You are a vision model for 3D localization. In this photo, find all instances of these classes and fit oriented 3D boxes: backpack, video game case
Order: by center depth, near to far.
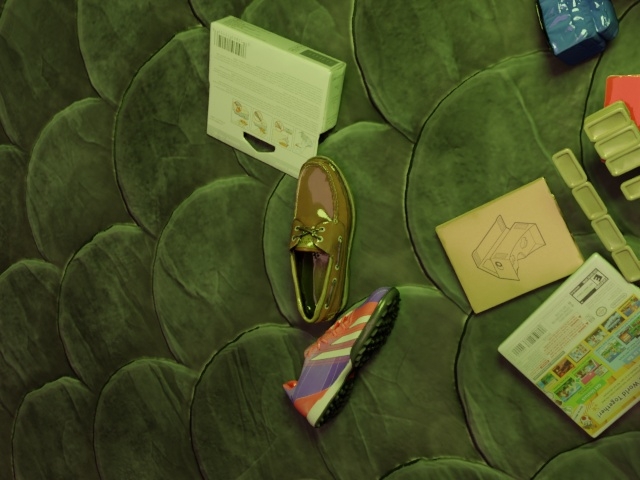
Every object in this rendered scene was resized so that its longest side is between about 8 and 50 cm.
[{"bbox_3d":[0.383,-0.341,1.012,0.101,0.098,0.120,-23,76,29],"label":"backpack"},{"bbox_3d":[0.435,0.168,1.068,0.206,0.026,0.227,43,112,10],"label":"video game case"}]

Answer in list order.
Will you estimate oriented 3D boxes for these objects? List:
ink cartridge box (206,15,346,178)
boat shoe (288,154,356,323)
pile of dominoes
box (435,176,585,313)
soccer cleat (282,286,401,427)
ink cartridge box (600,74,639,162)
[{"bbox_3d":[-0.094,-0.267,1.287,0.275,0.060,0.239,28,132,21],"label":"ink cartridge box"},{"bbox_3d":[0.000,0.000,1.230,0.110,0.104,0.308,-2,98,27],"label":"boat shoe"},{"bbox_3d":[0.473,-0.082,0.960,0.196,0.040,0.251,-29,103,33],"label":"pile of dominoes"},{"bbox_3d":[0.315,0.011,1.126,0.201,0.021,0.165,-27,83,26],"label":"box"},{"bbox_3d":[0.035,0.200,1.247,0.116,0.108,0.318,38,113,23],"label":"soccer cleat"},{"bbox_3d":[0.531,-0.172,0.962,0.230,0.078,0.134,5,99,27],"label":"ink cartridge box"}]
